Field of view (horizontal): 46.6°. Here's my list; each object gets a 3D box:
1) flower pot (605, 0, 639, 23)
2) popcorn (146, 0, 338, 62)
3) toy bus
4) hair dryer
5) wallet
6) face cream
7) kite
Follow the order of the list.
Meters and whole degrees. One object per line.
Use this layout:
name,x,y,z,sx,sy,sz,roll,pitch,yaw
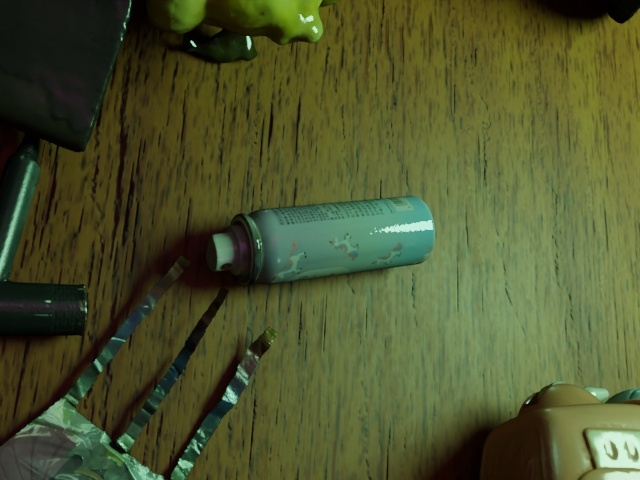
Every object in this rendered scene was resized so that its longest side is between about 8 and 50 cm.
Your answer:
flower pot,0.374,-0.496,0.950,0.251,0.379,0.379,25,64,7
popcorn,-0.084,-0.332,0.687,0.315,0.281,0.297,37,63,-15
toy bus,0.290,0.260,0.740,0.287,0.194,0.232,7,59,-22
hair dryer,-0.288,-0.015,0.627,0.173,0.050,0.195,3,69,-25
wallet,-0.324,-0.201,0.627,0.309,0.042,0.165,18,90,-11
face cream,0.000,0.000,0.736,0.229,0.075,0.075,-6,77,-26
kite,-0.176,0.190,0.628,0.204,0.022,0.360,41,66,-8
